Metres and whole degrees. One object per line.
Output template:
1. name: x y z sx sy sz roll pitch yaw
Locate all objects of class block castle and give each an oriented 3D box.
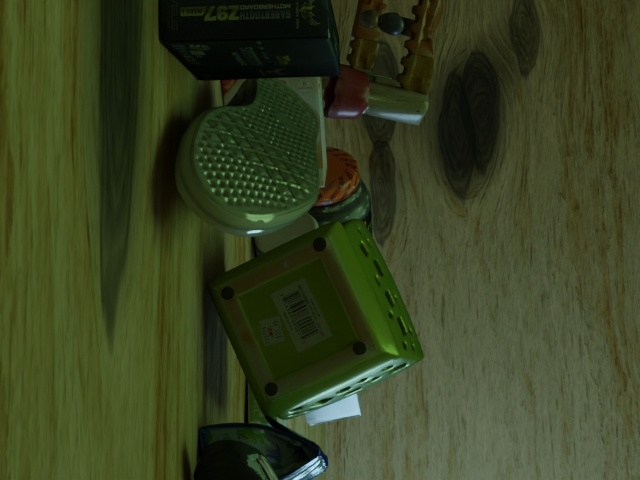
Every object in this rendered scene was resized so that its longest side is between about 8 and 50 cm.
1. block castle: 0.049 -0.372 1.718 0.453 0.213 0.303 -125 -134 -72

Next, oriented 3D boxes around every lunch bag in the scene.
1. lunch bag: -0.069 0.274 1.282 0.129 0.151 0.096 75 14 -71

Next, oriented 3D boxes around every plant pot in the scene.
1. plant pot: -0.010 0.105 1.366 0.228 0.227 0.207 66 7 9

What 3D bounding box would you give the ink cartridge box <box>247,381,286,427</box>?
1. ink cartridge box: -0.089 0.319 1.698 0.171 0.056 0.235 81 6 -67

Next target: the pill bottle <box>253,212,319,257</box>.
1. pill bottle: -0.053 0.055 1.840 0.117 0.117 0.208 -87 174 -49

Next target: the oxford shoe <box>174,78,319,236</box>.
1. oxford shoe: -0.093 -0.089 1.237 0.169 0.130 0.449 42 18 -11

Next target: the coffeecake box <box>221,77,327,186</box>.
1. coffeecake box: -0.067 -0.175 1.537 0.068 0.142 0.185 -83 171 -60

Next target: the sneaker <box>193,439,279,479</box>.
1. sneaker: -0.101 0.378 1.154 0.162 0.106 0.281 -76 165 -65

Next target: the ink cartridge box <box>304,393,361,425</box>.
1. ink cartridge box: 0.002 0.216 2.180 0.289 0.121 0.211 -99 177 -50

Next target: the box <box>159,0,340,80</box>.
1. box: -0.073 -0.234 1.186 0.232 0.183 0.059 15 73 -87

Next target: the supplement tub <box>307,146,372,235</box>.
1. supplement tub: 0.000 0.000 1.995 0.207 0.207 0.338 -86 174 -54
